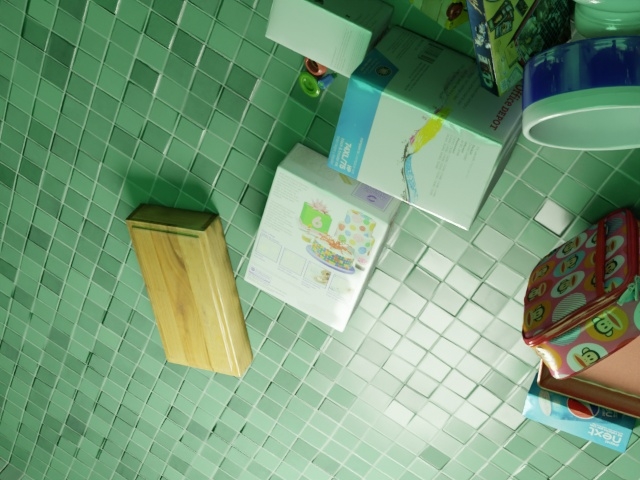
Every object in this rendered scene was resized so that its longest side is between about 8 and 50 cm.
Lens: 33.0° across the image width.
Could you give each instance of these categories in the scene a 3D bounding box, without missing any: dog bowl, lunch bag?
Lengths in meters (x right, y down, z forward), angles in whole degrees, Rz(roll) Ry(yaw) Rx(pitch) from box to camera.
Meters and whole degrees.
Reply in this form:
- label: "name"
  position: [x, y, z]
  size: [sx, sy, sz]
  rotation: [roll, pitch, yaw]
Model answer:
- label: "dog bowl"
  position: [0.433, -0.213, 1.601]
  size: [0.265, 0.265, 0.104]
  rotation: [-5, 80, 33]
- label: "lunch bag"
  position: [0.466, 0.076, 1.783]
  size: [0.258, 0.293, 0.120]
  rotation: [-35, 104, 28]

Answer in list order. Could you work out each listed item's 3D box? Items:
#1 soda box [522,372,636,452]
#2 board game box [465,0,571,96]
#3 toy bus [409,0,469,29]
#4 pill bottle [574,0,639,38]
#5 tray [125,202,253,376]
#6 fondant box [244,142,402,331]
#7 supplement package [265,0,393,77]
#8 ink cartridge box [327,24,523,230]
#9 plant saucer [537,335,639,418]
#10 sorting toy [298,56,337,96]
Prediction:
- label: "soda box"
  position: [0.512, 0.338, 2.130]
  size: [0.210, 0.067, 0.071]
  rotation: [18, 132, 17]
- label: "board game box"
  position: [0.293, -0.352, 1.597]
  size: [0.042, 0.165, 0.243]
  rotation: [40, 161, 37]
- label: "toy bus"
  position: [0.213, -0.431, 1.661]
  size: [0.202, 0.104, 0.190]
  rotation: [-2, 114, 55]
- label: "pill bottle"
  position: [0.420, -0.442, 1.480]
  size: [0.182, 0.181, 0.322]
  rotation: [12, 130, 22]
- label: "tray"
  position: [-0.289, 0.117, 2.421]
  size: [0.203, 0.076, 0.410]
  rotation: [8, 128, 25]
- label: "fondant box"
  position: [0.000, 0.000, 2.142]
  size: [0.238, 0.096, 0.330]
  rotation: [28, 135, 8]
- label: "supplement package"
  position: [0.014, -0.371, 1.830]
  size: [0.179, 0.105, 0.105]
  rotation: [27, 134, 8]
- label: "ink cartridge box"
  position: [0.186, -0.190, 1.807]
  size: [0.270, 0.198, 0.197]
  rotation: [26, 133, 11]
- label: "plant saucer"
  position: [0.550, 0.209, 2.019]
  size: [0.259, 0.047, 0.258]
  rotation: [15, 131, 19]
- label: "sorting toy"
  position: [0.000, -0.303, 1.944]
  size: [0.061, 0.042, 0.102]
  rotation: [42, 149, 16]
